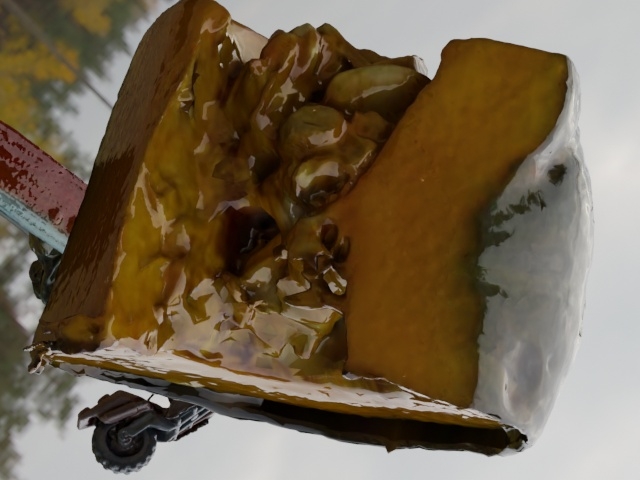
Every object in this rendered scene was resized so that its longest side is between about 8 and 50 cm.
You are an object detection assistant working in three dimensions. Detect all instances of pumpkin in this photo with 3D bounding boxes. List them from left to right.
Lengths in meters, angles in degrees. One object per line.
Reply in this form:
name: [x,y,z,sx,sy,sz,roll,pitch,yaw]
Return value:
pumpkin: [0.000,0.000,0.827,0.256,0.303,0.225,60,45,-77]

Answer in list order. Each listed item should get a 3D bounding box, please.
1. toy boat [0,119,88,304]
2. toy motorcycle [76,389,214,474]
toy boat: [-0.230,0.007,1.196,0.133,0.332,0.145,-55,-143,-7]
toy motorcycle: [-0.161,0.149,1.531,0.212,0.118,0.084,-34,163,-28]
